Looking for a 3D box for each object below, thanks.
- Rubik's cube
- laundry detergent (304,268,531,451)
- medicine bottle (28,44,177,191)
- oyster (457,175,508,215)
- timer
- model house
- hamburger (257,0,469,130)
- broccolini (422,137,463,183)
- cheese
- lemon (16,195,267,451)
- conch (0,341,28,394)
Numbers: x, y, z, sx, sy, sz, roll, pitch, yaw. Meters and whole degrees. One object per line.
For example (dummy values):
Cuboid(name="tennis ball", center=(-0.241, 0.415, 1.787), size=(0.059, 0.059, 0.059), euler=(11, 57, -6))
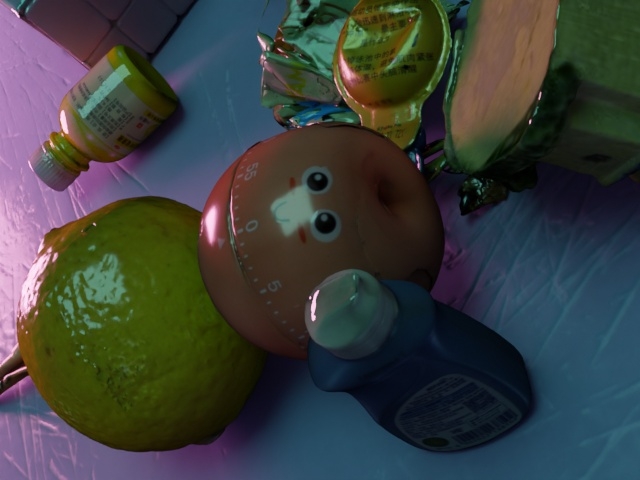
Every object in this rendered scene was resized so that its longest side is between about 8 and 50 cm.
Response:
Cuboid(name="Rubik's cube", center=(-0.347, -0.395, 1.614), size=(0.225, 0.221, 0.231), euler=(-52, 47, 0))
Cuboid(name="laundry detergent", center=(0.075, 0.102, 0.965), size=(0.143, 0.290, 0.094), euler=(-21, 54, 24))
Cuboid(name="medicine bottle", center=(-0.312, -0.162, 1.523), size=(0.212, 0.122, 0.122), euler=(-42, 47, 10))
Cuboid(name="oyster", center=(0.191, -0.087, 1.165), size=(0.086, 0.029, 0.132), euler=(-7, 61, 34))
Cuboid(name="timer", center=(0.000, 0.000, 1.066), size=(0.214, 0.229, 0.230), euler=(-27, 51, 30))
Cuboid(name="model house", center=(0.284, -0.181, 1.021), size=(0.261, 0.266, 0.321), euler=(131, 150, -71))
Cuboid(name="hamburger", center=(0.016, -0.259, 1.315), size=(0.260, 0.150, 0.276), euler=(-45, 46, 5))
Cuboid(name="broccolini", center=(0.131, -0.120, 1.188), size=(0.271, 0.062, 0.123), euler=(-52, 44, 13))
Cuboid(name="cheese", center=(0.075, -0.167, 1.169), size=(0.156, 0.064, 0.250), euler=(-6, 80, 38))
Cuboid(name="lemon", center=(-0.190, 0.088, 1.184), size=(0.293, 0.293, 0.293), euler=(-18, 55, 28))
Cuboid(name="conch", center=(-0.346, 0.115, 1.422), size=(0.330, 0.093, 0.109), euler=(-51, 61, 29))
